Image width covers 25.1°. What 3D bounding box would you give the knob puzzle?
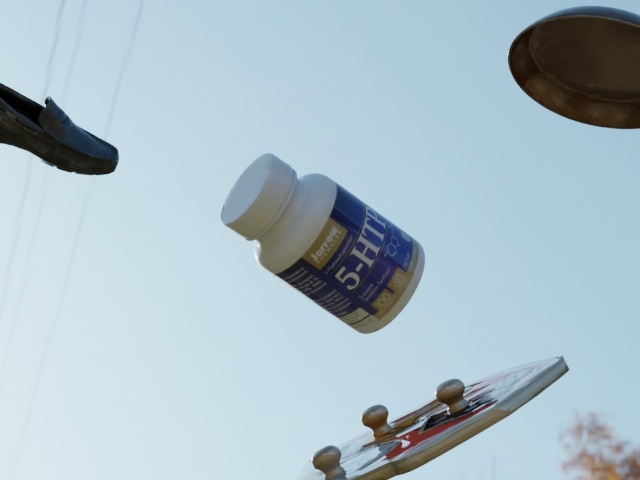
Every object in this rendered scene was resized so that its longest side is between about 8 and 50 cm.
[{"bbox_3d":[0.063,0.111,0.909,0.213,0.030,0.213,-26,-1,-1],"label":"knob puzzle"}]

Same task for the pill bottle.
[{"bbox_3d":[0.000,0.000,1.406,0.186,0.112,0.112,34,-41,-22],"label":"pill bottle"}]

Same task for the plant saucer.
[{"bbox_3d":[0.249,-0.155,1.262,0.168,0.029,0.168,16,-25,8],"label":"plant saucer"}]

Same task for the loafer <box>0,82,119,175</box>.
[{"bbox_3d":[-0.371,-0.153,1.934,0.223,0.076,0.078,22,-63,-16],"label":"loafer"}]
